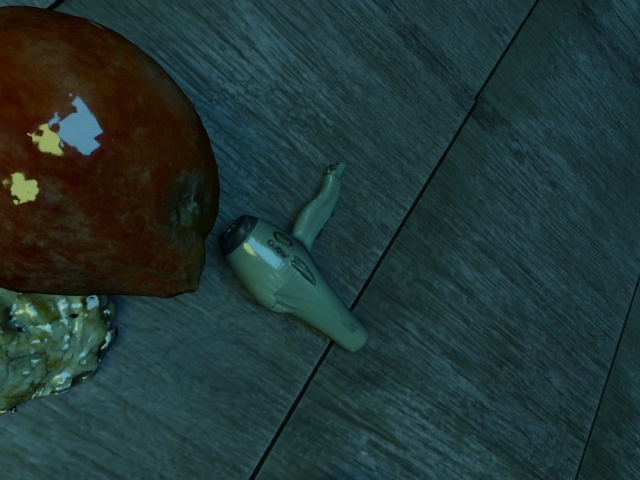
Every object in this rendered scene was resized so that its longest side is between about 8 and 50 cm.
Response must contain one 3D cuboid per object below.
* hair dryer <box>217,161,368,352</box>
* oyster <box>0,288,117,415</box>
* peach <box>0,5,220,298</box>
[{"bbox_3d":[0.006,0.033,0.531,0.225,0.088,0.219,-37,105,-39],"label":"hair dryer"},{"bbox_3d":[-0.285,0.101,0.378,0.163,0.081,0.191,25,76,-23],"label":"oyster"},{"bbox_3d":[-0.197,-0.050,0.359,0.232,0.232,0.257,-34,79,-24],"label":"peach"}]
